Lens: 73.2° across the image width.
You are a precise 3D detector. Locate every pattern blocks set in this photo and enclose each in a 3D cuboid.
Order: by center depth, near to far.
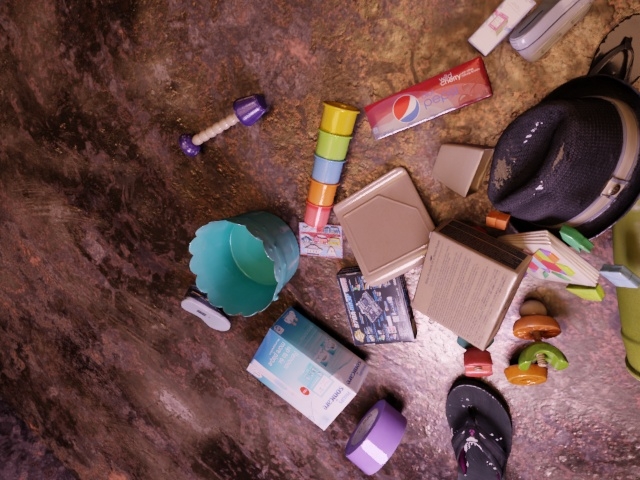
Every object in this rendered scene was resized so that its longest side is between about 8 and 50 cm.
[{"bbox_3d":[0.449,0.036,0.877,0.285,0.325,0.026,35,82,4],"label":"pattern blocks set"}]

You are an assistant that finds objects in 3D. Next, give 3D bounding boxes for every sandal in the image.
[{"bbox_3d":[0.560,-0.309,0.846,0.097,0.054,0.254,30,116,10],"label":"sandal"},{"bbox_3d":[0.434,0.591,1.165,0.167,0.107,0.446,-4,105,23],"label":"sandal"}]

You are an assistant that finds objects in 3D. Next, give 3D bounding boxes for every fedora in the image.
[{"bbox_3d":[0.426,-0.149,0.814,0.152,0.334,0.334,2,115,-25],"label":"fedora"}]

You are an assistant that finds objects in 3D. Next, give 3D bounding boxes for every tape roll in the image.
[{"bbox_3d":[0.156,0.553,1.220,0.080,0.189,0.189,39,117,6],"label":"tape roll"}]

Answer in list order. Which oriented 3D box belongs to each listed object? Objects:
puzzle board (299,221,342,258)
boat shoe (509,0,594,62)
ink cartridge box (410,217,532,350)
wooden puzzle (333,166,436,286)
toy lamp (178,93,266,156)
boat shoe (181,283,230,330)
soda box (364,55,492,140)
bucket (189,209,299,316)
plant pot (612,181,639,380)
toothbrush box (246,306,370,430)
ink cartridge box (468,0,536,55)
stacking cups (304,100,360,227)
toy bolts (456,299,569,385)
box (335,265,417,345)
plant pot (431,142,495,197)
[{"bbox_3d":[0.000,0.000,1.201,0.128,0.011,0.096,6,109,21],"label":"puzzle board"},{"bbox_3d":[0.475,-0.449,0.832,0.076,0.083,0.226,37,115,-28],"label":"boat shoe"},{"bbox_3d":[0.321,0.095,0.947,0.193,0.088,0.235,33,136,31],"label":"ink cartridge box"},{"bbox_3d":[0.169,-0.031,1.084,0.221,0.044,0.239,-30,80,27],"label":"wooden puzzle"},{"bbox_3d":[-0.264,-0.312,1.169,0.274,0.080,0.080,-22,98,28],"label":"toy lamp"},{"bbox_3d":[-0.358,0.214,1.392,0.065,0.083,0.183,-33,120,28],"label":"boat shoe"},{"bbox_3d":[0.237,-0.310,0.956,0.263,0.092,0.083,-17,99,26],"label":"soda box"},{"bbox_3d":[-0.203,0.053,1.203,0.281,0.183,0.281,7,109,21],"label":"bucket"},{"bbox_3d":[0.698,0.034,0.765,0.366,0.366,0.353,-20,88,26],"label":"plant pot"},{"bbox_3d":[-0.039,0.374,1.262,0.295,0.126,0.216,35,125,7],"label":"toothbrush box"},{"bbox_3d":[0.361,-0.435,0.867,0.052,0.088,0.122,46,118,0],"label":"ink cartridge box"},{"bbox_3d":[0.012,-0.187,1.095,0.096,0.096,0.316,23,117,14],"label":"stacking cups"},{"bbox_3d":[0.453,0.249,1.060,0.228,0.159,0.218,-4,146,13],"label":"toy bolts"},{"bbox_3d":[0.154,0.175,1.173,0.175,0.051,0.220,-11,103,25],"label":"box"},{"bbox_3d":[0.316,-0.170,0.970,0.096,0.109,0.109,28,116,26],"label":"plant pot"}]
